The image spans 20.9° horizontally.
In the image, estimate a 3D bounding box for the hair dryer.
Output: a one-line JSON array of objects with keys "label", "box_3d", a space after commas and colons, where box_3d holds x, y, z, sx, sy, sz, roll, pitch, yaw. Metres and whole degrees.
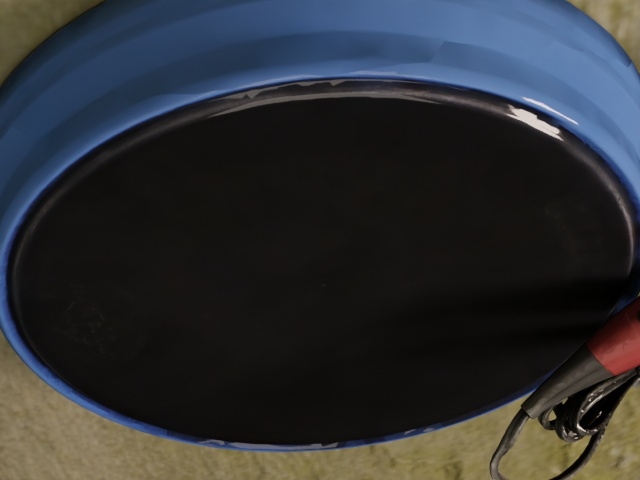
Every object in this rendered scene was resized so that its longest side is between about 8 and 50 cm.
[{"label": "hair dryer", "box_3d": [0.230, 0.029, 0.960, 0.223, 0.080, 0.294, -21, 145, -50]}]

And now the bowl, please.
[{"label": "bowl", "box_3d": [0.000, 0.000, 0.969, 0.391, 0.077, 0.391, -4, 144, -3]}]
